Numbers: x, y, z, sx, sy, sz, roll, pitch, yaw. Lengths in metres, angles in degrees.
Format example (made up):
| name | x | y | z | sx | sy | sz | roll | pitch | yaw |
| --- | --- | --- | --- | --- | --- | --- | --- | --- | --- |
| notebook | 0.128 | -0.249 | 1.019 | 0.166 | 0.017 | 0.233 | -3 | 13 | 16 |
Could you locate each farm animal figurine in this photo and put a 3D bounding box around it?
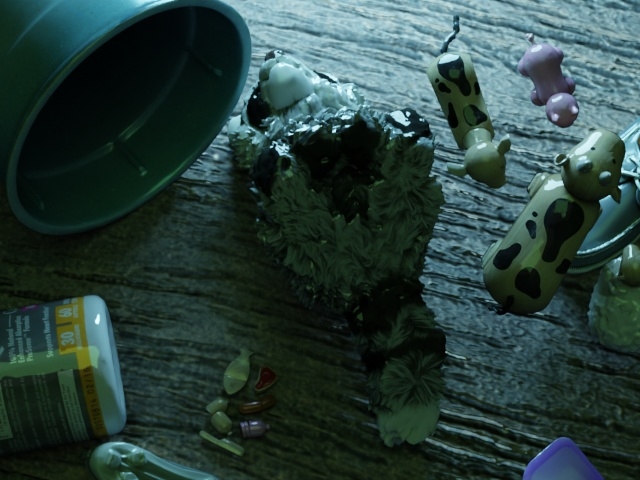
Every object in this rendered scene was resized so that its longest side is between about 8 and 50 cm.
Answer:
| name | x | y | z | sx | sy | sz | roll | pitch | yaw |
| --- | --- | --- | --- | --- | --- | --- | --- | --- | --- |
| farm animal figurine | 0.256 | -0.061 | 1.837 | 0.330 | 0.172 | 0.326 | 14 | 96 | 4 |

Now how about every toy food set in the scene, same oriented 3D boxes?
| name | x | y | z | sx | sy | sz | roll | pitch | yaw |
| --- | --- | --- | --- | --- | --- | --- | --- | --- | --- |
| toy food set | -0.087 | 0.190 | 1.893 | 0.078 | 0.019 | 0.122 | 26 | 62 | 9 |

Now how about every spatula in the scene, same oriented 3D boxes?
| name | x | y | z | sx | sy | sz | roll | pitch | yaw |
| --- | --- | --- | --- | --- | --- | --- | --- | --- | --- |
| spatula | 0.342 | 0.343 | 1.815 | 0.084 | 0.030 | 0.296 | -36 | 59 | -15 |

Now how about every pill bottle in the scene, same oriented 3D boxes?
| name | x | y | z | sx | sy | sz | roll | pitch | yaw |
| --- | --- | --- | --- | --- | --- | --- | --- | --- | --- |
| pill bottle | -0.364 | 0.161 | 1.823 | 0.279 | 0.162 | 0.162 | -10 | 68 | -5 |

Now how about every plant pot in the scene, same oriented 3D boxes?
| name | x | y | z | sx | sy | sz | roll | pitch | yaw |
| --- | --- | --- | --- | --- | --- | --- | --- | --- | --- |
| plant pot | -0.317 | -0.240 | 1.917 | 0.341 | 0.341 | 0.334 | -39 | 65 | -15 |

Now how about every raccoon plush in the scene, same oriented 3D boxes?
| name | x | y | z | sx | sy | sz | roll | pitch | yaw |
| --- | --- | --- | --- | --- | --- | --- | --- | --- | --- |
| raccoon plush | 0.000 | 0.000 | 1.925 | 0.216 | 0.299 | 0.446 | -4 | 102 | -14 |

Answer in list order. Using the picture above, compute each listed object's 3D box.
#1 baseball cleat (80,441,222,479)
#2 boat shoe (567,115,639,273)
| name | x | y | z | sx | sy | sz | roll | pitch | yaw |
| --- | --- | --- | --- | --- | --- | --- | --- | --- | --- |
| baseball cleat | -0.171 | 0.277 | 1.829 | 0.206 | 0.109 | 0.072 | 35 | 72 | -19 |
| boat shoe | 0.385 | -0.090 | 1.968 | 0.319 | 0.099 | 0.116 | -42 | 78 | -15 |
